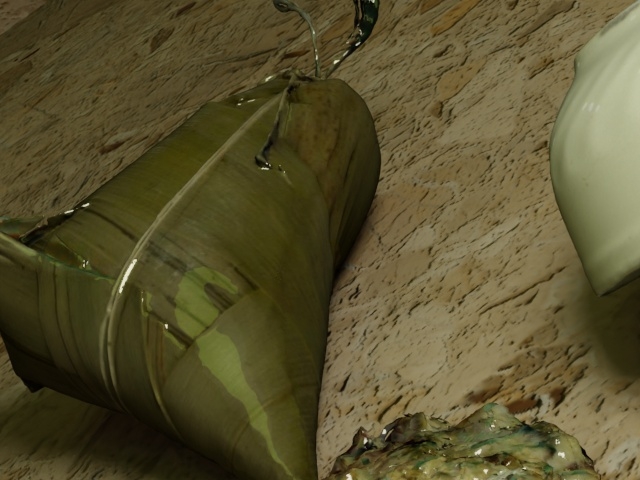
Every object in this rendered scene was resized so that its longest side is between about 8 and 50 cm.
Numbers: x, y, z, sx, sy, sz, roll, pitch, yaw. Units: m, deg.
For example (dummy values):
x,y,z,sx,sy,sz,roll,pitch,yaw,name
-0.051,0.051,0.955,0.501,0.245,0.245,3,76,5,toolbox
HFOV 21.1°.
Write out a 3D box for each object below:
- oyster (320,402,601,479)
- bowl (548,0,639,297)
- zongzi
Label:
x,y,z,sx,sy,sz,roll,pitch,yaw,name
0.057,0.178,1.038,0.198,0.092,0.259,2,39,43,oyster
0.254,-0.093,1.085,0.277,0.145,0.277,-32,-6,-4,bowl
0.000,0.000,1.346,0.447,0.181,0.418,-40,42,-23,zongzi
